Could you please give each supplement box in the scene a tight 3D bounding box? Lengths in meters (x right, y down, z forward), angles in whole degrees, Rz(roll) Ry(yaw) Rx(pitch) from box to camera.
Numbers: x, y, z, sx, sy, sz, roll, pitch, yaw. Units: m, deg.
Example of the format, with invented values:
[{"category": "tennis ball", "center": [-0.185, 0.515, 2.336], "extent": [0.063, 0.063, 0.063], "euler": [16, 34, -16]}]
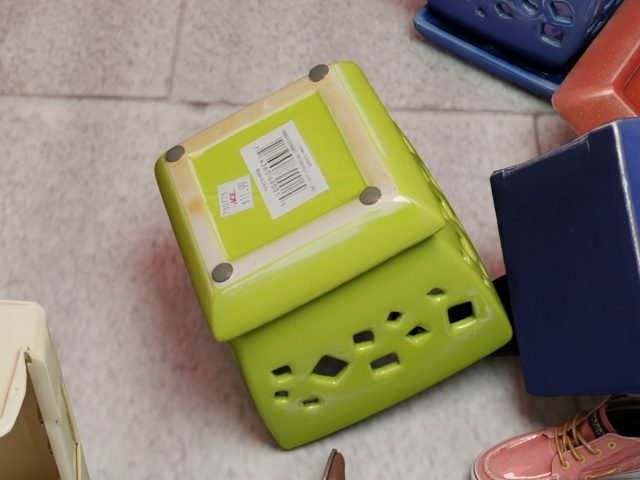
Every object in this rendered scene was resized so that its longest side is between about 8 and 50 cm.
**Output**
[{"category": "supplement box", "center": [0.349, 0.002, 0.920], "extent": [0.356, 0.194, 0.195], "euler": [-7, 84, -20]}]

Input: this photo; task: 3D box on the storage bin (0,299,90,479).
[{"category": "storage bin", "center": [-0.305, 0.174, 0.799], "extent": [0.260, 0.262, 0.123], "euler": [-7, 48, -7]}]

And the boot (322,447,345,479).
[{"category": "boot", "center": [0.055, 0.222, 0.910], "extent": [0.114, 0.037, 0.106], "euler": [3, 63, 6]}]

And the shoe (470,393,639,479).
[{"category": "shoe", "center": [0.211, 0.164, 0.933], "extent": [0.178, 0.081, 0.063], "euler": [-9, 50, -8]}]

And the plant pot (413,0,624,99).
[{"category": "plant pot", "center": [0.241, -0.306, 1.247], "extent": [0.236, 0.212, 0.236], "euler": [30, 55, 23]}]

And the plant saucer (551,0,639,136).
[{"category": "plant saucer", "center": [0.379, -0.125, 1.120], "extent": [0.259, 0.047, 0.258], "euler": [45, 56, -7]}]

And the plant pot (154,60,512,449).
[{"category": "plant pot", "center": [0.000, 0.000, 0.947], "extent": [0.227, 0.207, 0.228], "euler": [-27, 51, 4]}]

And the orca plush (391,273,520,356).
[{"category": "orca plush", "center": [0.206, 0.033, 1.030], "extent": [0.287, 0.102, 0.151], "euler": [0, 50, -1]}]
